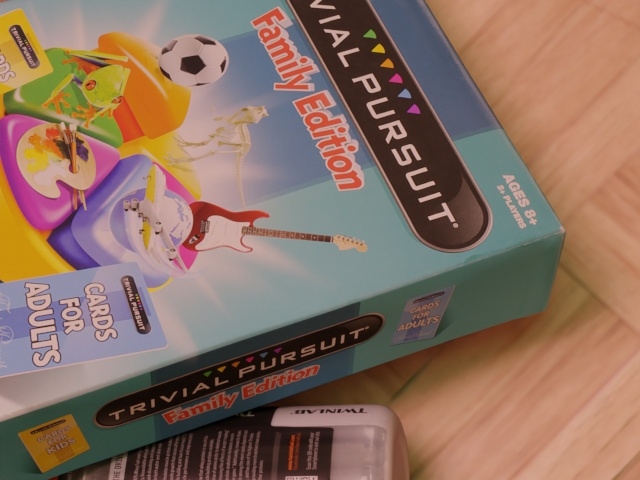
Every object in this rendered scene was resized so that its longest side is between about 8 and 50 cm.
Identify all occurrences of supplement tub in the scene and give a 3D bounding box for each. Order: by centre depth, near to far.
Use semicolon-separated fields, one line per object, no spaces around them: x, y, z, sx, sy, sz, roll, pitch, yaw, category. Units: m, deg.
-0.051;0.145;0.906;0.190;0.117;0.117;-2;72;8;supplement tub

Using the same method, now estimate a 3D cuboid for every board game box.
-0.080;-0.030;0.917;0.336;0.079;0.254;-18;58;-15;board game box
